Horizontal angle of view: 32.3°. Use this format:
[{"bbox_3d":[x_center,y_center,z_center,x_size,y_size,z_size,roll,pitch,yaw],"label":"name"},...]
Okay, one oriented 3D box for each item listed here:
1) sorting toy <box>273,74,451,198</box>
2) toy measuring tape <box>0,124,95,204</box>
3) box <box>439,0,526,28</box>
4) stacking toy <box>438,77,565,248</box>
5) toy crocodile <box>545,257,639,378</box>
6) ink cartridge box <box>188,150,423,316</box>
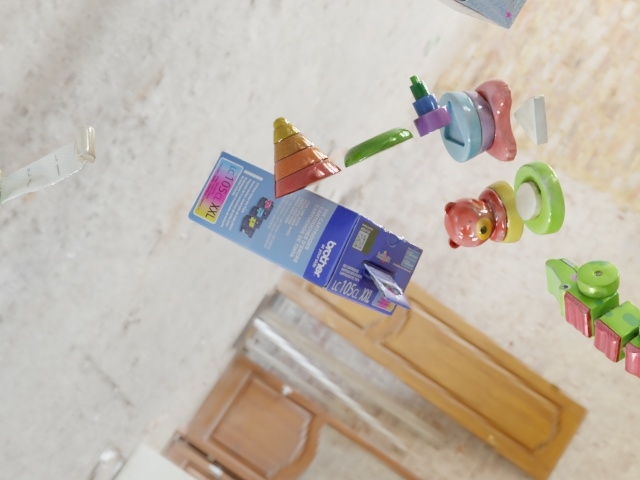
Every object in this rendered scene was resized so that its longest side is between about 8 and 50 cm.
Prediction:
[{"bbox_3d":[0.057,-0.192,1.867,0.366,0.126,0.127,-26,-178,-26],"label":"sorting toy"},{"bbox_3d":[-0.397,-0.063,1.196,0.330,0.121,0.121,-21,-173,27],"label":"toy measuring tape"},{"bbox_3d":[0.203,-0.391,1.280,0.247,0.142,0.163,-60,-157,10],"label":"box"},{"bbox_3d":[0.297,-0.125,1.963,0.130,0.308,0.279,-14,-172,-16],"label":"stacking toy"},{"bbox_3d":[0.452,0.133,1.682,0.105,0.340,0.115,-27,132,-18],"label":"toy crocodile"},{"bbox_3d":[0.000,0.000,1.992,0.270,0.396,0.151,26,89,-57],"label":"ink cartridge box"}]
